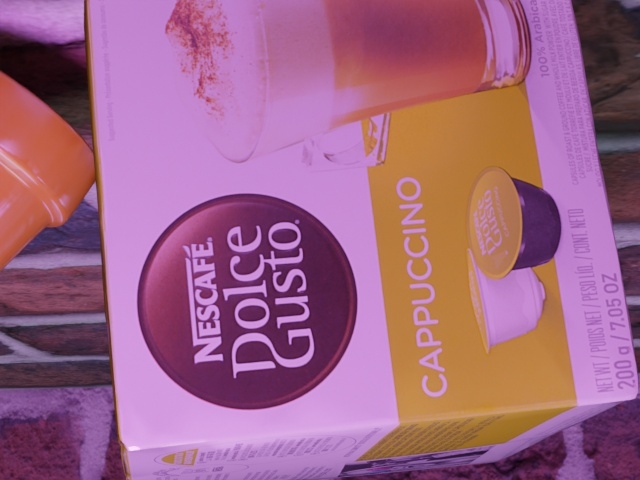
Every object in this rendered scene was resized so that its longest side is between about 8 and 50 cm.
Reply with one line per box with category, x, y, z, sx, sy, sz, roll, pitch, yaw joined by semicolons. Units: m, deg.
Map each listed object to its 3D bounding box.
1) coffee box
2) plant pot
coffee box;0.000;0.000;0.913;0.334;0.338;0.338;-4;164;-9
plant pot;-0.321;-0.036;0.992;0.205;0.188;0.205;27;162;10
